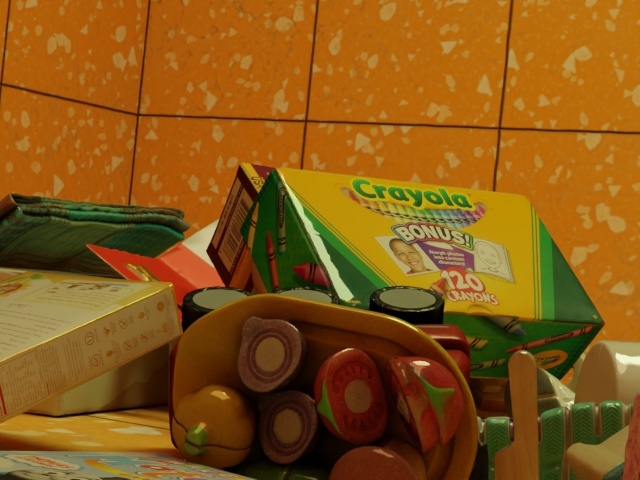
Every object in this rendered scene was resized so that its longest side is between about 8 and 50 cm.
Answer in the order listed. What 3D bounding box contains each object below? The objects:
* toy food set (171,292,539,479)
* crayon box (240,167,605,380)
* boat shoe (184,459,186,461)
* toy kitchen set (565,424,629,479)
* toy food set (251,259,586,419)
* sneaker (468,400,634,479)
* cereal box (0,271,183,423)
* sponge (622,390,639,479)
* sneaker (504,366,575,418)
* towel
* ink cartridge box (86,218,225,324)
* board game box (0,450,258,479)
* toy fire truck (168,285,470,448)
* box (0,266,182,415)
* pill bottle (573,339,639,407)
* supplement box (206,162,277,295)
[{"bbox_3d":[0.009,0.104,0.814,0.217,0.128,0.071,9,13,18],"label":"toy food set"},{"bbox_3d":[0.087,0.032,1.319,0.278,0.081,0.165,5,42,-32],"label":"crayon box"},{"bbox_3d":[0.006,0.131,0.894,0.170,0.063,0.059,5,-4,-5],"label":"boat shoe"},{"bbox_3d":[0.167,0.142,0.563,0.207,0.166,0.122,-32,6,-11],"label":"toy kitchen set"},{"bbox_3d":[0.105,0.090,1.392,0.306,0.092,0.220,6,28,-29],"label":"toy food set"},{"bbox_3d":[0.153,0.140,0.966,0.223,0.083,0.098,5,-6,12],"label":"sneaker"},{"bbox_3d":[-0.238,0.080,1.047,0.173,0.047,0.240,4,20,42],"label":"cereal box"},{"bbox_3d":[0.187,0.113,0.506,0.210,0.117,0.031,6,-2,-28],"label":"sponge"},{"bbox_3d":[0.210,0.157,1.271,0.061,0.054,0.152,25,12,-42],"label":"sneaker"},{"bbox_3d":[-0.308,0.053,1.584,0.271,0.040,0.370,-41,-14,14],"label":"towel"},{"bbox_3d":[-0.006,0.068,1.516,0.308,0.091,0.385,36,10,25],"label":"ink cartridge box"},{"bbox_3d":[-0.126,0.127,0.719,0.211,0.039,0.160,8,-3,-38],"label":"board game box"},{"bbox_3d":[0.005,0.109,1.061,0.217,0.159,0.246,0,19,-7],"label":"toy fire truck"},{"bbox_3d":[-0.228,0.092,1.462,0.148,0.121,0.311,6,-1,21],"label":"box"},{"bbox_3d":[0.298,0.130,1.058,0.229,0.131,0.131,6,-1,-7],"label":"pill bottle"},{"bbox_3d":[0.000,0.000,1.476,0.188,0.104,0.081,8,29,-30],"label":"supplement box"}]
